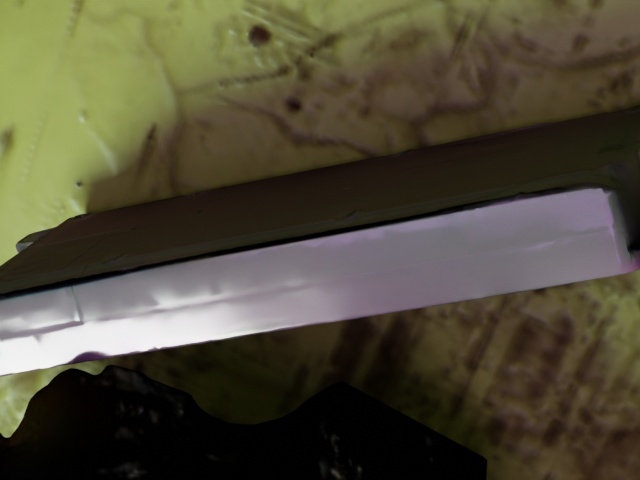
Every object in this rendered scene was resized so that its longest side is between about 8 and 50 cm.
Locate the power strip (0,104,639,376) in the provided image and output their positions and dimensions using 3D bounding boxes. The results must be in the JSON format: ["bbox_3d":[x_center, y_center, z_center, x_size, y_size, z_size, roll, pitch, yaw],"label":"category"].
[{"bbox_3d":[0.000,0.000,0.575,0.278,0.109,0.038,-10,105,20],"label":"power strip"}]

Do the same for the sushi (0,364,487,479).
[{"bbox_3d":[-0.086,0.174,0.581,0.212,0.215,0.227,32,140,-32],"label":"sushi"}]
